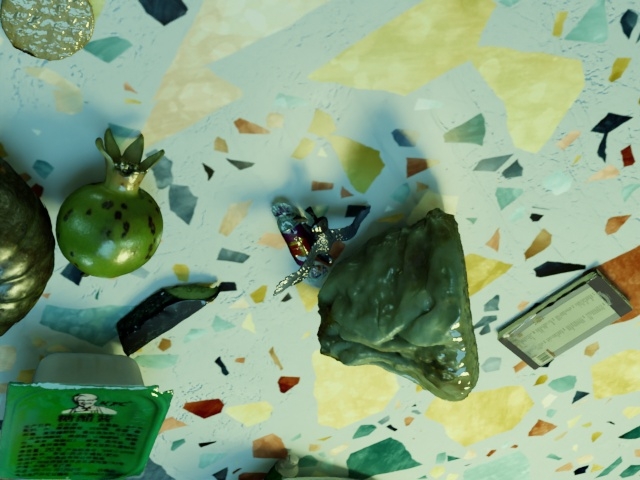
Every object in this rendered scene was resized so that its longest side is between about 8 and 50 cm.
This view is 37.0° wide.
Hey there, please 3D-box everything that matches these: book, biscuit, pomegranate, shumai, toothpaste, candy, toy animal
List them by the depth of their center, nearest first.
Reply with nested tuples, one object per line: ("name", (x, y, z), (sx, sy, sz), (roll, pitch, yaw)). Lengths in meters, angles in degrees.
("biscuit", (-0.345, -0.281, 1.213), (0.120, 0.015, 0.120), (-8, 133, -9))
("pomegranate", (-0.302, -0.049, 1.366), (0.156, 0.156, 0.220), (-2, 99, -14))
("toy animal", (0.000, 0.000, 1.497), (0.220, 0.062, 0.108), (-39, 128, -22))
("shumai", (0.113, 0.112, 1.540), (0.263, 0.310, 0.304), (-9, 167, 11))
("candy", (-0.035, -0.001, 1.541), (0.045, 0.043, 0.175), (-23, 129, 2))
("book", (0.468, 0.154, 1.839), (0.231, 0.026, 0.157), (-36, 134, 18))
("toothpaste", (-0.104, 0.527, 2.004), (0.078, 0.047, 0.248), (11, 129, -25))

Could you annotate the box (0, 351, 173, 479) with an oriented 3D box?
("box", (-0.412, 0.296, 1.642), (0.264, 0.106, 0.337), (5, 139, -21))

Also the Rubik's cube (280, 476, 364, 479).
("Rubik's cube", (-0.017, 0.713, 1.957), (0.352, 0.352, 0.347), (22, 124, -43))

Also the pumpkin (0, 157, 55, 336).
("pumpkin", (-0.519, 0.009, 1.305), (0.320, 0.192, 0.321), (-11, 129, -14))

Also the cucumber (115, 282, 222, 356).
("cucumber", (-0.264, 0.124, 1.591), (0.220, 0.046, 0.070), (-35, 123, 17))
